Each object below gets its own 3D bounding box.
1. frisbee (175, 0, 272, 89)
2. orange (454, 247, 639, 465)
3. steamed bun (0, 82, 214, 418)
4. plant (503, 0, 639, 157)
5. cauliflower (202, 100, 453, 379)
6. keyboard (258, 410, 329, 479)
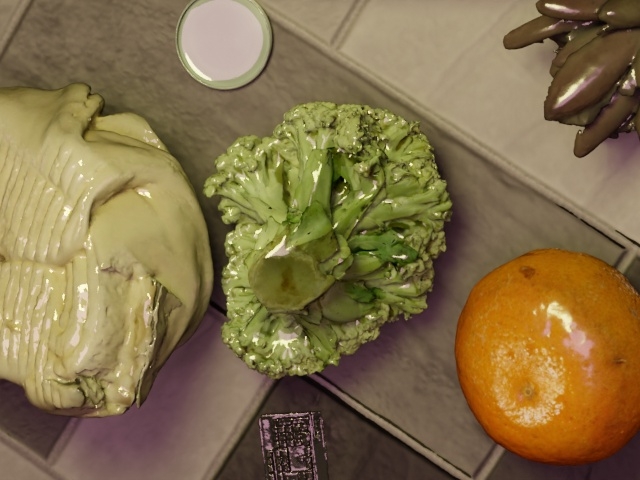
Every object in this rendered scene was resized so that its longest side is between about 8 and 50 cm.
[{"bbox_3d":[-0.105,-0.219,1.935,0.110,0.014,0.110,2,99,11],"label":"frisbee"},{"bbox_3d":[0.244,0.119,1.828,0.224,0.170,0.224,11,111,31],"label":"orange"},{"bbox_3d":[-0.252,0.018,1.896,0.346,0.237,0.394,-41,63,37],"label":"steamed bun"},{"bbox_3d":[0.344,-0.227,1.752,0.320,0.181,0.194,-41,93,16],"label":"plant"},{"bbox_3d":[0.000,0.000,1.824,0.272,0.250,0.275,-15,99,16],"label":"cauliflower"},{"bbox_3d":[-0.024,0.288,1.990,0.074,0.015,0.197,-4,97,13],"label":"keyboard"}]
